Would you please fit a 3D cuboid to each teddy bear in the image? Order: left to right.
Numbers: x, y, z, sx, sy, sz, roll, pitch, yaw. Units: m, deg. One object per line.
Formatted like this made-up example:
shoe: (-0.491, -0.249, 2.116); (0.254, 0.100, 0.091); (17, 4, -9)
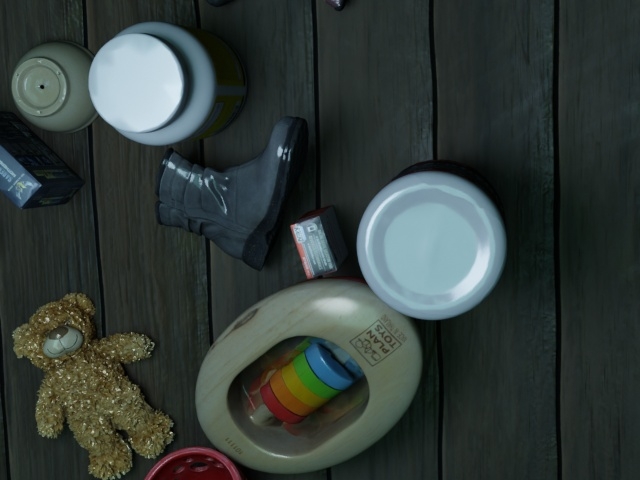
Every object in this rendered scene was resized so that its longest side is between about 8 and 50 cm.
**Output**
teddy bear: (-0.401, 0.260, 1.885); (0.245, 0.113, 0.338); (-13, 96, 8)

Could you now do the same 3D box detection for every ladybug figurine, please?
ladybug figurine: (-0.010, 0.207, 1.756); (0.449, 0.162, 0.305); (-36, 103, 28)

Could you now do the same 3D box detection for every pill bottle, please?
pill bottle: (-0.237, -0.245, 1.674); (0.187, 0.334, 0.188); (1, 98, 8)
pill bottle: (0.177, -0.016, 1.630); (0.210, 0.363, 0.210); (1, 99, 8)

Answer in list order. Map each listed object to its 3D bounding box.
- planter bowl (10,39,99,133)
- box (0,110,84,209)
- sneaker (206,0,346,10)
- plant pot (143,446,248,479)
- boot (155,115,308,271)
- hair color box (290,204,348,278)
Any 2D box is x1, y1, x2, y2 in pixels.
planter bowl: (-0.458, -0.261, 1.820); (0.162, 0.109, 0.162); (1, 97, 9)
box: (-0.505, -0.137, 1.781); (0.183, 0.233, 0.059); (43, 97, 0)
sneaker: (-0.042, -0.421, 1.740); (0.281, 0.106, 0.162); (-32, 95, 11)
plant pot: (-0.193, 0.462, 1.818); (0.191, 0.174, 0.191); (-7, 62, 14)
boot: (-0.157, -0.096, 1.725); (0.222, 0.118, 0.338); (25, 135, 2)
hair color box: (0.000, 0.000, 1.759); (0.053, 0.167, 0.093); (-17, 95, 9)
